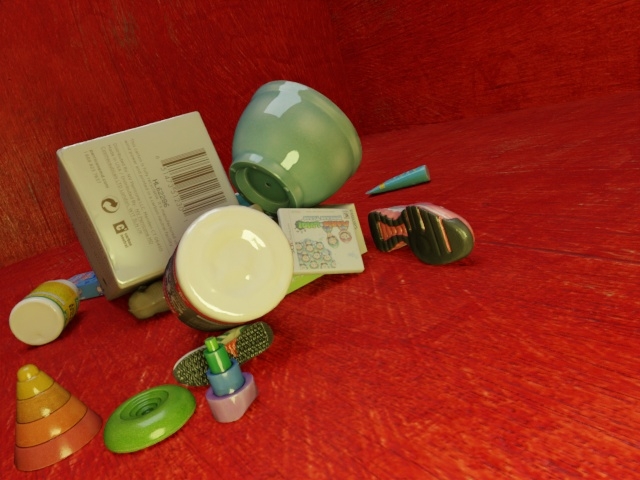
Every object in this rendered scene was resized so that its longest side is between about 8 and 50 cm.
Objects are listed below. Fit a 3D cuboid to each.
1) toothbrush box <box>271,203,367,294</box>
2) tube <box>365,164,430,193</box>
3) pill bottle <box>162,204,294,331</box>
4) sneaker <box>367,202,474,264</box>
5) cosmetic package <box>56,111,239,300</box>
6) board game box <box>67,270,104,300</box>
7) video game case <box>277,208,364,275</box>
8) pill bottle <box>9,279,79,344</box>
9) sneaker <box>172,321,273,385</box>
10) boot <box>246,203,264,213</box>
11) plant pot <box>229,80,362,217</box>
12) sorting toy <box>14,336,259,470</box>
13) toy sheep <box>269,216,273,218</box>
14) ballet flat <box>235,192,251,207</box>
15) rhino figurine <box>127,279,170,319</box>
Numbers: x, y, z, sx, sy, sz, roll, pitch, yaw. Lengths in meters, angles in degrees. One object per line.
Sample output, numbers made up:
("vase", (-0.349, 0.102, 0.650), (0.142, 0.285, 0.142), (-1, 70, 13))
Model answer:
("toothbrush box", (-0.075, 0.020, 1.185), (0.283, 0.122, 0.206), (-24, 16, -32))
("tube", (0.252, -0.188, 1.752), (0.207, 0.052, 0.080), (-17, 2, 23))
("pill bottle", (-0.173, 0.064, 0.916), (0.176, 0.176, 0.318), (-24, -4, -25))
("sneaker", (0.218, -0.038, 1.074), (0.136, 0.115, 0.314), (-21, 15, -20))
("cosmetic package", (-0.430, -0.069, 1.351), (0.328, 0.329, 0.394), (-25, 1, -27))
("board game box", (-0.701, 0.134, 1.626), (0.211, 0.047, 0.160), (-14, 15, 16))
("video game case", (0.000, 0.000, 1.073), (0.157, 0.143, 0.019), (-1, -28, -22))
("pill bottle", (-0.667, 0.166, 1.323), (0.118, 0.117, 0.208), (-19, 14, -6))
("sneaker", (-0.154, 0.178, 0.837), (0.161, 0.057, 0.075), (-26, 0, -26))
("boot", (-0.179, -0.027, 1.123), (0.086, 0.069, 0.190), (-22, 4, 13))
("plant pot", (-0.080, -0.174, 1.196), (0.293, 0.293, 0.196), (-2, 46, 45))
("sorting toy", (-0.270, 0.200, 0.723), (0.366, 0.126, 0.127), (-15, 14, 12))
("toy sheep", (-0.114, -0.049, 1.568), (0.091, 0.091, 0.132), (-11, 10, 22))
("ballet flat", (-0.417, -0.086, 2.017), (0.401, 0.139, 0.139), (-19, 14, -25))
("rhino figurine", (-0.323, 0.111, 1.217), (0.243, 0.073, 0.106), (-22, 9, -10))
